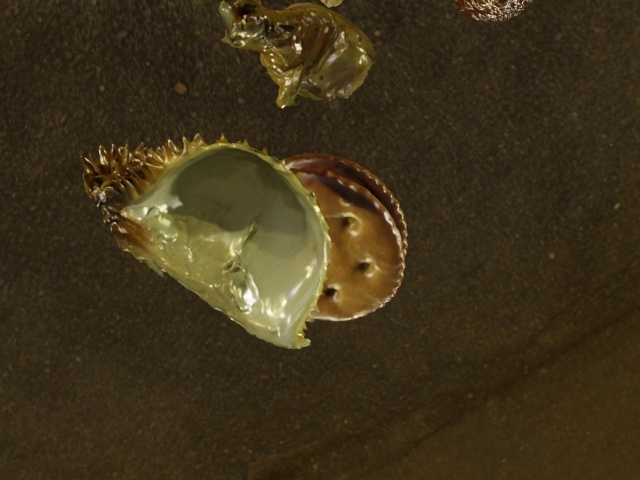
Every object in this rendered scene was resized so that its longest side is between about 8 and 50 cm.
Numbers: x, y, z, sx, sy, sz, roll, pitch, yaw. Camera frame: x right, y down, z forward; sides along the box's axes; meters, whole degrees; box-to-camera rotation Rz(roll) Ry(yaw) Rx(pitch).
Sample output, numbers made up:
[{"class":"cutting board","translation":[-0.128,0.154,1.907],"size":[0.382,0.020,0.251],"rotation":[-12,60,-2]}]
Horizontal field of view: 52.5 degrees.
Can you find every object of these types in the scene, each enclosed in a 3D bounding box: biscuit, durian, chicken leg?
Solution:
[{"class":"biscuit","translation":[0.000,0.000,0.799],"size":[0.221,0.066,0.220],"rotation":[9,124,14]},{"class":"durian","translation":[-0.087,-0.013,0.577],"size":[0.145,0.139,0.252],"rotation":[-26,126,35]},{"class":"chicken leg","translation":[-0.028,-0.195,0.668],"size":[0.103,0.088,0.228],"rotation":[-35,164,34]}]

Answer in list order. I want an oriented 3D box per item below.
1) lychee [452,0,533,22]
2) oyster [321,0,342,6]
[{"class":"lychee","translation":[0.299,-0.511,1.082],"size":[0.272,0.271,0.271],"rotation":[-9,125,-12]},{"class":"oyster","translation":[0.003,-0.558,1.020],"size":[0.166,0.110,0.341],"rotation":[-43,134,-22]}]
